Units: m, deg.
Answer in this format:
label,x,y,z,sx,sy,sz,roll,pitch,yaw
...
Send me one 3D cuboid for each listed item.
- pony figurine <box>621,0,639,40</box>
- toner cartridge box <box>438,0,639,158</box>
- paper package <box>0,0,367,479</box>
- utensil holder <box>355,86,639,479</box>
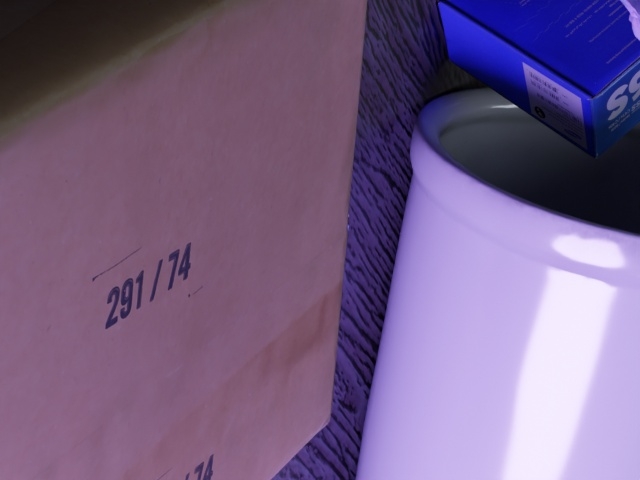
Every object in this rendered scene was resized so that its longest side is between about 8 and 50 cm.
label,x,y,z,sx,sy,sz,roll,pitch,yaw
pony figurine,0.083,-0.232,0.847,0.303,0.363,0.351,-53,167,-50
toner cartridge box,0.274,-0.227,1.271,0.348,0.165,0.075,-39,146,-16
paper package,-0.132,0.019,0.704,0.325,0.168,0.309,-42,144,-50
utensil holder,0.198,0.112,1.297,0.327,0.327,0.385,-28,134,-57
